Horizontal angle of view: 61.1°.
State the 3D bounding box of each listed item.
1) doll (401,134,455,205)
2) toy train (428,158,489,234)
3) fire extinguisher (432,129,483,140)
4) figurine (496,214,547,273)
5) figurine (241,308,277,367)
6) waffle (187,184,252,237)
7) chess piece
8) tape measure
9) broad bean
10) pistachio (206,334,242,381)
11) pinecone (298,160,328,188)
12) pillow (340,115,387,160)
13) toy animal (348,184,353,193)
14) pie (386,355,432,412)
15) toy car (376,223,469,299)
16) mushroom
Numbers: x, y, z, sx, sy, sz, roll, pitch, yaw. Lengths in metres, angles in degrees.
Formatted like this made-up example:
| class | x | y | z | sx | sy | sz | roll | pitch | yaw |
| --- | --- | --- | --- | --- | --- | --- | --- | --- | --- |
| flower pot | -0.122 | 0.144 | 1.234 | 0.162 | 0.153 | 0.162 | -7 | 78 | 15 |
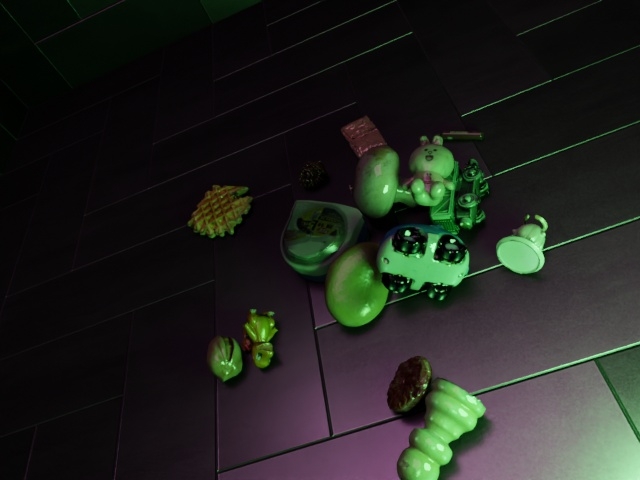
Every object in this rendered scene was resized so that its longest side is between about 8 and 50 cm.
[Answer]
| class | x | y | z | sx | sy | sz | roll | pitch | yaw |
| --- | --- | --- | --- | --- | --- | --- | --- | --- | --- |
| doll | 0.325 | -0.203 | 1.631 | 0.154 | 0.113 | 0.275 | -1 | 45 | 16 |
| toy train | 0.425 | -0.131 | 1.657 | 0.154 | 0.115 | 0.270 | -9 | 49 | 32 |
| fire extinguisher | 0.476 | -0.369 | 1.882 | 0.173 | 0.035 | 0.049 | 6 | 59 | 27 |
| figurine | 0.565 | -0.005 | 1.479 | 0.132 | 0.132 | 0.154 | 14 | 49 | 35 |
| figurine | -0.193 | 0.302 | 1.625 | 0.122 | 0.121 | 0.176 | -39 | 49 | 33 |
| waffle | -0.383 | -0.116 | 2.088 | 0.261 | 0.056 | 0.250 | 8 | 57 | 29 |
| chess piece | 0.260 | 0.451 | 1.240 | 0.133 | 0.133 | 0.243 | 24 | 70 | 39 |
| tape measure | 0.000 | -0.002 | 1.741 | 0.259 | 0.138 | 0.262 | 8 | 57 | 33 |
| broad bean | 0.110 | 0.120 | 1.577 | 0.189 | 0.121 | 0.263 | 22 | 62 | 0 |
| pistachio | -0.287 | 0.347 | 1.620 | 0.113 | 0.113 | 0.149 | -27 | 30 | 4 |
| pinecone | -0.031 | -0.244 | 1.994 | 0.109 | 0.102 | 0.102 | -30 | 44 | 16 |
| pillow | 0.162 | -0.395 | 2.059 | 0.126 | 0.043 | 0.233 | -23 | 43 | 0 |
| toy animal | 0.131 | -0.160 | 1.876 | 0.074 | 0.041 | 0.217 | 2 | 58 | 21 |
| pie | 0.220 | 0.356 | 1.348 | 0.154 | 0.036 | 0.154 | -49 | 17 | 21 |
| toy car | 0.282 | 0.038 | 1.513 | 0.255 | 0.189 | 0.190 | 9 | 34 | -3 |
| mushroom | 0.217 | -0.179 | 1.735 | 0.243 | 0.243 | 0.244 | -14 | 48 | 16 |
